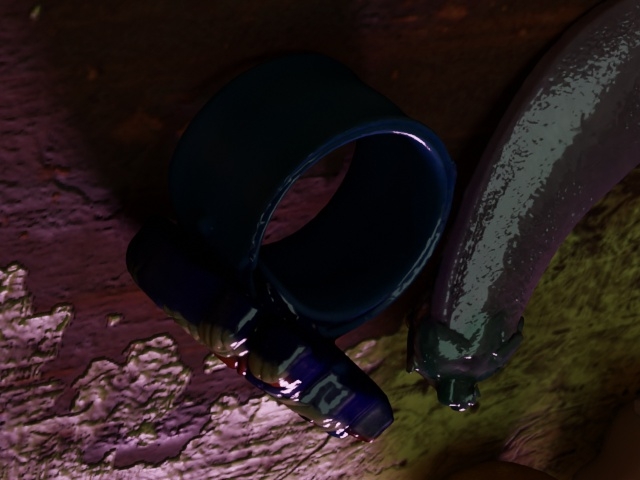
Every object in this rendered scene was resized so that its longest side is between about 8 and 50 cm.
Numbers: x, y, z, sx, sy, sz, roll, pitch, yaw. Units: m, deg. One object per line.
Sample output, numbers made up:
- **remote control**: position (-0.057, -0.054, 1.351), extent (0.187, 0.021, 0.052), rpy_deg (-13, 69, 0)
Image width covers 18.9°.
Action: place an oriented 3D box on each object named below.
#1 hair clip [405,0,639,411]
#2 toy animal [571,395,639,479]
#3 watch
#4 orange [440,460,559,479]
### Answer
- **hair clip**: position (0.164, -0.045, 1.367), extent (0.358, 0.110, 0.095), rpy_deg (-55, 177, 14)
- **toy animal**: position (0.306, 0.252, 1.643), extent (0.195, 0.256, 0.213), rpy_deg (-7, 176, -35)
- **watch**: position (-0.007, -0.006, 1.226), extent (0.200, 0.171, 0.196), rpy_deg (-53, 150, 1)
- **orange**: position (0.145, 0.253, 1.580), extent (0.159, 0.136, 0.159), rpy_deg (-19, 130, -24)
